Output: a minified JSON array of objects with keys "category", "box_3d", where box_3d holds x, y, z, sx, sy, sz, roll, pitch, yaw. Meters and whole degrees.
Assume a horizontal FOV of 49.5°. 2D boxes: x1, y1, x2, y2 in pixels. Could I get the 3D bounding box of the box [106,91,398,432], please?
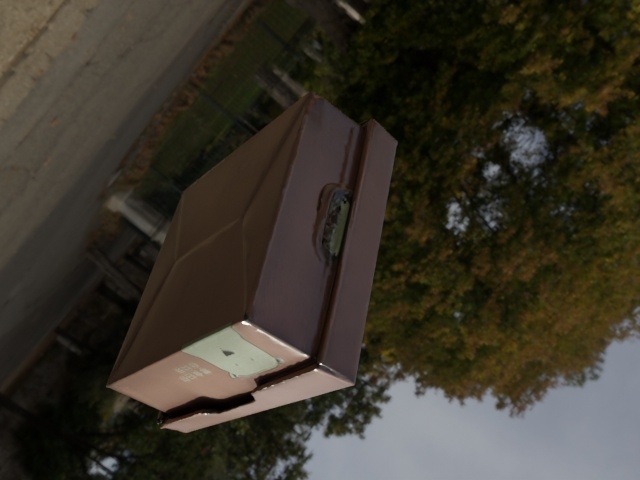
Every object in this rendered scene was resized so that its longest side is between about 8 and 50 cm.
[{"category":"box","box_3d":[-0.055,0.022,0.533,0.215,0.086,0.215,-29,-142,45]}]
